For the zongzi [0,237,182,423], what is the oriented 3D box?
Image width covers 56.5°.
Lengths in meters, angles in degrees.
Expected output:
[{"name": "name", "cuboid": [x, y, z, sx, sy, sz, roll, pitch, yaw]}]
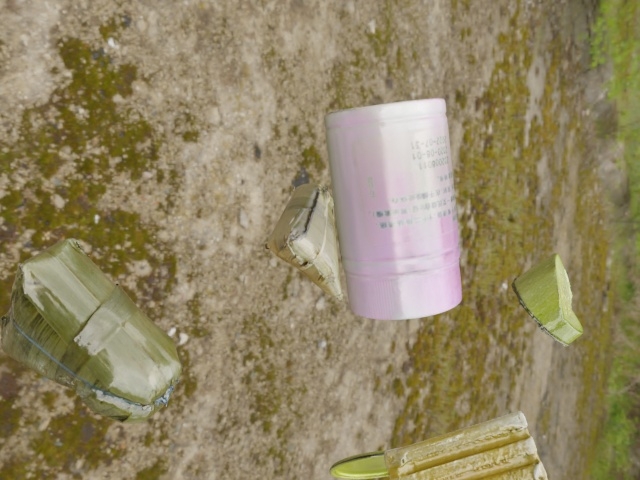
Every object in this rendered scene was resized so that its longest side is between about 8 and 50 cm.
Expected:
[{"name": "zongzi", "cuboid": [-0.323, 0.167, 0.807, 0.251, 0.274, 0.125, 46, 38, 5]}]

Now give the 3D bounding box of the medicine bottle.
[{"name": "medicine bottle", "cuboid": [0.093, -0.041, 0.749, 0.152, 0.152, 0.253, -22, 108, -56]}]

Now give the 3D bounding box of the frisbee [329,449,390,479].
[{"name": "frisbee", "cuboid": [0.138, 0.549, 1.456, 0.236, 0.236, 0.017, 47, 29, -51]}]

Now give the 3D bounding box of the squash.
[{"name": "squash", "cuboid": [0.602, 0.156, 1.513, 0.220, 0.133, 0.220, 41, 27, -26]}]

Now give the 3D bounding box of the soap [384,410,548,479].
[{"name": "soap", "cuboid": [0.271, 0.441, 1.106, 0.089, 0.274, 0.173, 53, 19, -69]}]

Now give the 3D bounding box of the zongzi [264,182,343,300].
[{"name": "zongzi", "cuboid": [0.000, 0.000, 1.179, 0.197, 0.099, 0.194, 44, 46, -28]}]
